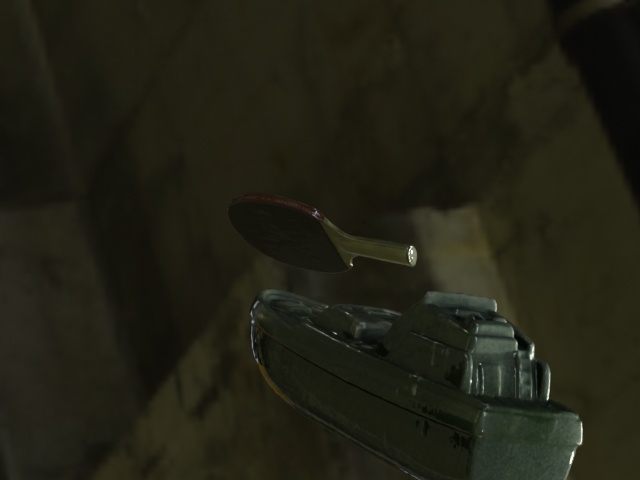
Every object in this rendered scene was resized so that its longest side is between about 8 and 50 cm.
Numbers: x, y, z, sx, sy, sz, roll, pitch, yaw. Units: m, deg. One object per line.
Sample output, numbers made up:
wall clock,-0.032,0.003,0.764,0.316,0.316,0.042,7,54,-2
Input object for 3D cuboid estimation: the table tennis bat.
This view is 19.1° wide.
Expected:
table tennis bat,0.000,0.000,1.377,0.156,0.013,0.087,10,-33,31

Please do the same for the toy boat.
toy boat,0.033,0.056,0.910,0.260,0.078,0.085,22,-78,62
